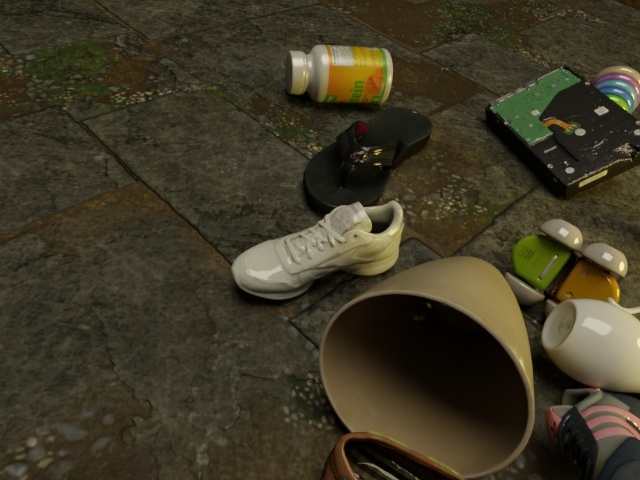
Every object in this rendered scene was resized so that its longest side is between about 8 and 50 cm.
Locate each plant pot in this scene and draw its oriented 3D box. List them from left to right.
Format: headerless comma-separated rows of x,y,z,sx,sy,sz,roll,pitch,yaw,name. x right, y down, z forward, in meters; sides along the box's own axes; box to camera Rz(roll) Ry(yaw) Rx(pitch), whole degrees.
0.173,0.127,0.703,0.257,0.256,0.274,28,31,16,plant pot

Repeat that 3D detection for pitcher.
0.456,0.149,0.769,0.207,0.125,0.177,26,69,-2,pitcher

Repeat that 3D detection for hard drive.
0.588,-0.269,1.224,0.237,0.064,0.338,-27,52,0,hard drive

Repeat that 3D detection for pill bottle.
0.042,-0.411,1.265,0.246,0.136,0.136,-2,46,-13,pill bottle

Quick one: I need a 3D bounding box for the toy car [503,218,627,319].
0.423,0.059,0.887,0.182,0.159,0.136,35,15,23,toy car

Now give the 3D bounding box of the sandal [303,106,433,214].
0.108,-0.208,1.095,0.168,0.107,0.445,28,47,16,sandal

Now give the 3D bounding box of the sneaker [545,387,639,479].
0.332,0.261,0.620,0.131,0.112,0.319,14,7,34,sneaker

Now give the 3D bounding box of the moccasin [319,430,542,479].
0.179,0.326,0.548,0.380,0.146,0.139,31,48,18,moccasin

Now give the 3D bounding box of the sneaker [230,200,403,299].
0.000,0.000,0.836,0.306,0.152,0.114,-14,52,-22,sneaker

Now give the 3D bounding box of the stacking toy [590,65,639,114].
0.759,-0.331,1.345,0.141,0.141,0.330,27,51,15,stacking toy
